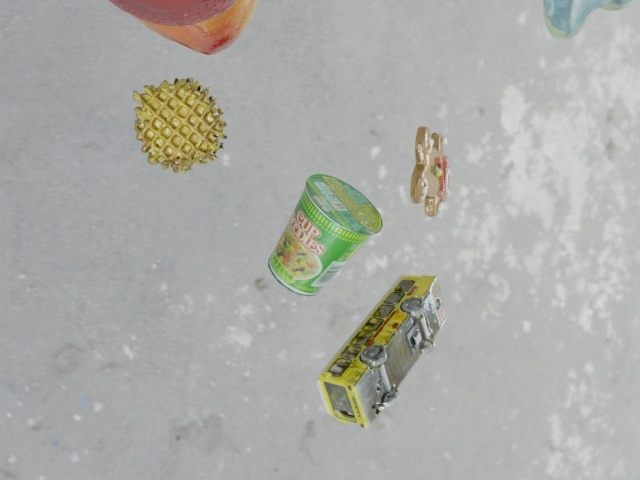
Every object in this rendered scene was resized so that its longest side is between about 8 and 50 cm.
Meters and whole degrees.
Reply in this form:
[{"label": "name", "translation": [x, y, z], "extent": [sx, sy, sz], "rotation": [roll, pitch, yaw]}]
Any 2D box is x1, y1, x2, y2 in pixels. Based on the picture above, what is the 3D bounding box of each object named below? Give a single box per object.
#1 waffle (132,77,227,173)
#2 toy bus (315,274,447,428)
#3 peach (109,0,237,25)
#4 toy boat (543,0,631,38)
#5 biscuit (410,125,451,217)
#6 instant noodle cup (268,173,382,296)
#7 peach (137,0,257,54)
[{"label": "waffle", "translation": [-0.293, -0.238, 1.843], "extent": [0.193, 0.070, 0.197], "rotation": [-16, 95, 8]}, {"label": "toy bus", "translation": [0.085, 0.130, 1.109], "extent": [0.226, 0.074, 0.081], "rotation": [-47, 131, -40]}, {"label": "peach", "translation": [-0.114, -0.253, 0.684], "extent": [0.267, 0.158, 0.154], "rotation": [90, 16, -53]}, {"label": "toy boat", "translation": [0.420, -0.473, 1.343], "extent": [0.215, 0.123, 0.330], "rotation": [-30, 148, -18]}, {"label": "biscuit", "translation": [0.292, -0.170, 2.231], "extent": [0.339, 0.047, 0.216], "rotation": [27, 70, -68]}, {"label": "instant noodle cup", "translation": [0.000, 0.000, 2.031], "extent": [0.207, 0.207, 0.233], "rotation": [8, 127, -40]}, {"label": "peach", "translation": [-0.234, -0.488, 1.522], "extent": [0.289, 0.289, 0.308], "rotation": [11, 68, -40]}]
